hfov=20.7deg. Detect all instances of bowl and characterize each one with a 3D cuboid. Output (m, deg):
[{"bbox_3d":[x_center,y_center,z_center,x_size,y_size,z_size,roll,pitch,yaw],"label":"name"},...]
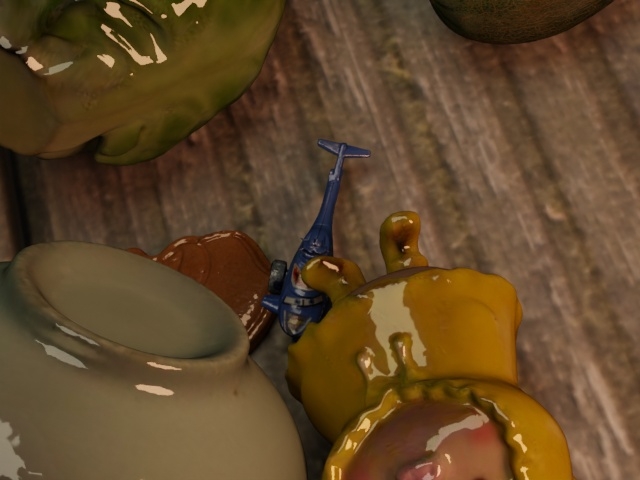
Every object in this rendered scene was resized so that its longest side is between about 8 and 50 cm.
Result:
[{"bbox_3d":[-0.123,0.091,0.920,0.289,0.289,0.146,35,111,35],"label":"bowl"}]

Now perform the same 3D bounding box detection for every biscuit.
[{"bbox_3d":[-0.085,0.038,1.128,0.130,0.019,0.102,-6,56,15],"label":"biscuit"}]

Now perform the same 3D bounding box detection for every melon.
[{"bbox_3d":[0.147,-0.194,1.149,0.167,0.114,0.114,-31,52,0],"label":"melon"}]

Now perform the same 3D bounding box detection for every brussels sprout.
[{"bbox_3d":[-0.140,-0.166,1.183,0.244,0.244,0.244,-10,53,13],"label":"brussels sprout"}]

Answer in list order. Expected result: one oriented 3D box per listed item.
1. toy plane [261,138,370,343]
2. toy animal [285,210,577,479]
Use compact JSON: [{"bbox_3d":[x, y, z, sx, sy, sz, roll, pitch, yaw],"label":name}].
[{"bbox_3d":[0.000,0.000,1.095,0.054,0.062,0.167,12,43,3],"label":"toy plane"},{"bbox_3d":[0.059,0.096,0.968,0.156,0.156,0.229,-20,62,5],"label":"toy animal"}]
